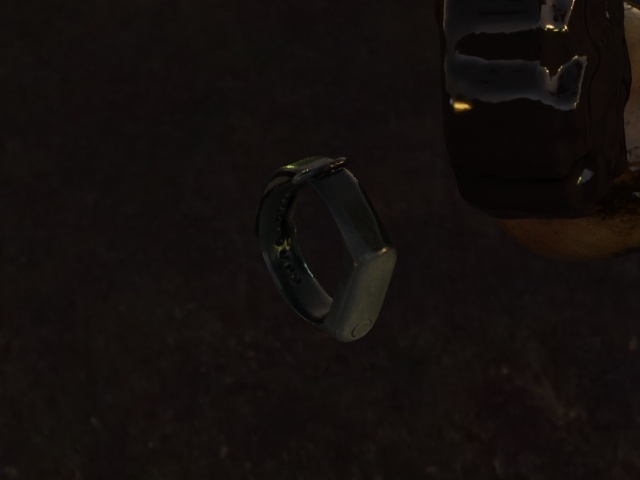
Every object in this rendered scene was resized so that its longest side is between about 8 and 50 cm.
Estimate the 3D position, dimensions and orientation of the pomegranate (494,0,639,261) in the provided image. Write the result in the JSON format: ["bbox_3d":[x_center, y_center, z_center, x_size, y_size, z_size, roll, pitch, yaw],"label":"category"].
[{"bbox_3d":[0.291,-0.127,1.487,0.322,0.322,0.322,-6,35,5],"label":"pomegranate"}]

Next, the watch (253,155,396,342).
[{"bbox_3d":[0.000,0.000,1.438,0.068,0.206,0.193,-22,54,-29],"label":"watch"}]

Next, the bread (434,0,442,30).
[{"bbox_3d":[0.272,-0.309,1.938,0.135,0.232,0.247,-22,11,-28],"label":"bread"}]

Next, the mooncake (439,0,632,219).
[{"bbox_3d":[0.199,-0.156,1.176,0.141,0.283,0.283,-2,35,21],"label":"mooncake"}]
